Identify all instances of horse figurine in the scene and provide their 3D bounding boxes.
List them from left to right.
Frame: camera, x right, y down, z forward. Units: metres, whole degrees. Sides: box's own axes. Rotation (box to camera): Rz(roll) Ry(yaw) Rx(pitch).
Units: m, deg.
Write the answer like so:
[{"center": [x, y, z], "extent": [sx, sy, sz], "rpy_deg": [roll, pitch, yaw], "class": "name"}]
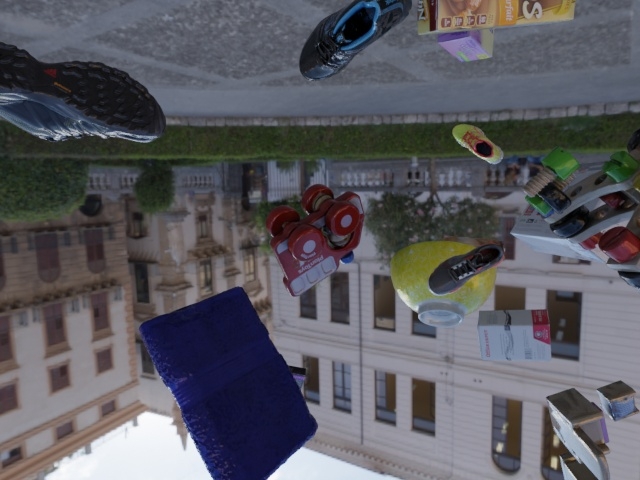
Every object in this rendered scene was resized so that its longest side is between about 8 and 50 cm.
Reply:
[{"center": [0.442, 0.032, 1.369], "extent": [0.263, 0.066, 0.174], "rpy_deg": [-4, -156, 11], "class": "horse figurine"}]

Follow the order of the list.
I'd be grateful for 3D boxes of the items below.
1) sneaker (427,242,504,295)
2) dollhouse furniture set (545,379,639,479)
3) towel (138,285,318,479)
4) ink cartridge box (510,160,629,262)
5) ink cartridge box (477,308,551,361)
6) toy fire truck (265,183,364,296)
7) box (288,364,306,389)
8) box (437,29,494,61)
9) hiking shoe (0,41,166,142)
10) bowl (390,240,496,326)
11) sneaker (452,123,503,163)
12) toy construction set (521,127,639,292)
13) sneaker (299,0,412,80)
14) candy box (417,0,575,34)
[{"center": [0.269, 0.047, 0.830], "extent": [0.158, 0.061, 0.065], "rpy_deg": [-33, 166, 5], "class": "sneaker"}, {"center": [0.542, 0.345, 0.635], "extent": [0.303, 0.286, 0.198], "rpy_deg": [-19, -164, 1], "class": "dollhouse furniture set"}, {"center": [-0.152, 0.243, 0.757], "extent": [0.076, 0.308, 0.227], "rpy_deg": [-39, 167, 34], "class": "towel"}, {"center": [0.788, -0.093, 1.374], "extent": [0.130, 0.272, 0.309], "rpy_deg": [32, 179, -11], "class": "ink cartridge box"}, {"center": [0.449, 0.220, 1.037], "extent": [0.150, 0.109, 0.063], "rpy_deg": [-4, -151, 23], "class": "ink cartridge box"}, {"center": [0.000, 0.000, 1.292], "extent": [0.302, 0.254, 0.169], "rpy_deg": [-33, -138, -17], "class": "toy fire truck"}, {"center": [-0.113, 0.435, 1.380], "extent": [0.116, 0.162, 0.029], "rpy_deg": [11, -136, -4], "class": "box"}, {"center": [0.507, -0.774, 1.529], "extent": [0.117, 0.243, 0.213], "rpy_deg": [6, -176, 39], "class": "box"}, {"center": [-0.317, -0.171, 0.566], "extent": [0.227, 0.086, 0.114], "rpy_deg": [13, 162, -27], "class": "hiking shoe"}, {"center": [0.327, 0.141, 1.204], "extent": [0.289, 0.156, 0.289], "rpy_deg": [8, 149, 5], "class": "bowl"}, {"center": [0.554, -0.353, 1.589], "extent": [0.208, 0.081, 0.094], "rpy_deg": [42, -153, 25], "class": "sneaker"}, {"center": [0.451, -0.042, 0.551], "extent": [0.309, 0.237, 0.257], "rpy_deg": [47, -163, 16], "class": "toy construction set"}, {"center": [0.045, -0.481, 1.049], "extent": [0.341, 0.125, 0.139], "rpy_deg": [-23, -162, 48], "class": "sneaker"}, {"center": [0.350, -0.519, 0.879], "extent": [0.316, 0.183, 0.087], "rpy_deg": [-11, -157, -13], "class": "candy box"}]
